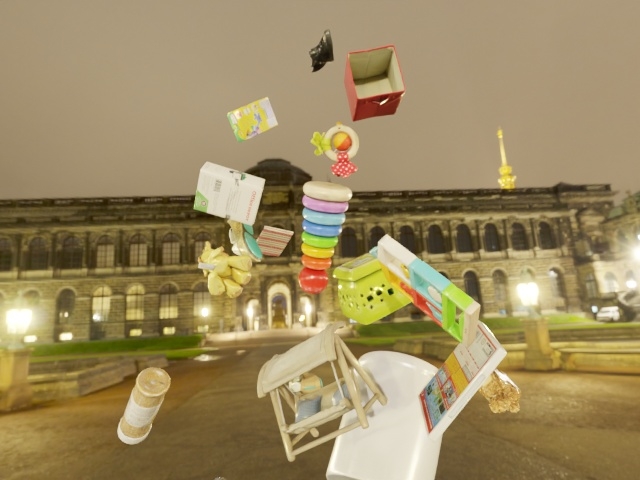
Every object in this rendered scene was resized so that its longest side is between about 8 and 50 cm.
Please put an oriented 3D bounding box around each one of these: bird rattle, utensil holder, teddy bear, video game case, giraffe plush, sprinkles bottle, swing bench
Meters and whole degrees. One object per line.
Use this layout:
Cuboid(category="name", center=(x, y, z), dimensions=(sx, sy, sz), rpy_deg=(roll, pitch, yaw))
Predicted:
Cuboid(category="bird rattle", center=(0.083, -0.419, 1.868), dimensions=(0.207, 0.253, 0.143), rpy_deg=(-49, -7, 14))
Cuboid(category="utensil holder", center=(0.223, 0.606, 1.301), dimensions=(0.328, 0.385, 0.327), rpy_deg=(15, -39, 12))
Cuboid(category="teddy bear", center=(0.602, 0.514, 1.487), dimensions=(0.113, 0.245, 0.338), rpy_deg=(-46, -39, 12))
Cuboid(category="video game case", center=(0.358, 0.356, 1.069), dimensions=(0.025, 0.285, 0.204), rpy_deg=(34, 11, 1))
Cuboid(category="giraffe plush", center=(-0.375, 0.095, 1.504), dimensions=(0.210, 0.181, 0.170), rpy_deg=(34, -5, -35))
Cuboid(category="sprinkles bottle", center=(-0.679, 0.637, 1.568), dimensions=(0.121, 0.121, 0.355), rpy_deg=(5, -51, -36))
Cuboid(category="swing bench", center=(-0.011, 0.384, 1.077), dimensions=(0.253, 0.254, 0.165), rpy_deg=(-35, -14, 21))

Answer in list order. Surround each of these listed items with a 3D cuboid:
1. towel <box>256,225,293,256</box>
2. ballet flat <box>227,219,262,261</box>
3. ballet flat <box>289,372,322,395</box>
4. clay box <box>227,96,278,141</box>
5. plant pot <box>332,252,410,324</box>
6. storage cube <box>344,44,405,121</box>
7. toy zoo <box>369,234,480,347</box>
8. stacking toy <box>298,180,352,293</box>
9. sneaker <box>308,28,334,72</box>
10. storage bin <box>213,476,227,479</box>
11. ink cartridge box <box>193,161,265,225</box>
Cuboid(category="towel", center=(-0.231, 0.003, 1.945), dimensions=(0.144, 0.029, 0.197), rpy_deg=(12, -43, -25))
Cuboid(category="ballet flat", center=(-0.339, -0.002, 1.787), dimensions=(0.123, 0.348, 0.123), rpy_deg=(-12, -48, -13))
Cuboid(category="ballet flat", center=(-0.063, 0.446, 1.286), dimensions=(0.073, 0.080, 0.232), rpy_deg=(-3, -16, -20))
Cuboid(category="clay box", center=(-0.296, -0.512, 1.748), dimensions=(0.222, 0.127, 0.053), rpy_deg=(-36, 26, -33))
Cuboid(category="plant pot", center=(0.190, 0.173, 1.605), dimensions=(0.228, 0.207, 0.227), rpy_deg=(-23, 8, -19))
Cuboid(category="storage cube", center=(0.199, -0.593, 1.574), dimensions=(0.184, 0.215, 0.193), rpy_deg=(-11, -8, -2))
Cuboid(category="toy zoo", center=(0.221, 0.101, 0.917), dimensions=(0.030, 0.293, 0.192), rpy_deg=(-41, -36, -12))
Cuboid(category="stacking toy", center=(0.000, 0.000, 1.203), dimensions=(0.141, 0.330, 0.141), rpy_deg=(7, 17, -2))
Cuboid(category="sneaker", center=(-0.001, -0.665, 1.444), dimensions=(0.089, 0.051, 0.170), rpy_deg=(-11, -14, 3))
Cuboid(category="storage bin", center=(-0.190, 0.520, 0.769), dimensions=(0.135, 0.091, 0.098), rpy_deg=(36, -22, 24))
Cuboid(category="ink cartridge box", center=(-0.323, -0.166, 1.464), dimensions=(0.219, 0.092, 0.160), rpy_deg=(17, -60, -8))
